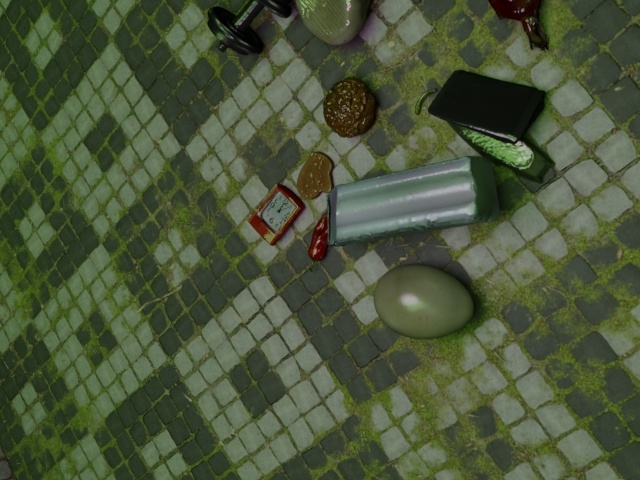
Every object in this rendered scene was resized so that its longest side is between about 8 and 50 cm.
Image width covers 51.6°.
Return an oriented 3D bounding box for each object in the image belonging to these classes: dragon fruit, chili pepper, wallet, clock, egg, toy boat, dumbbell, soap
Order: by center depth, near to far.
[{"bbox_3d":[0.472,-0.555,1.558,0.125,0.125,0.246,-26,96,15],"label":"dragon fruit"},{"bbox_3d":[0.399,-0.326,1.600,0.245,0.052,0.168,26,68,28],"label":"wallet"},{"bbox_3d":[0.429,-0.241,1.621,0.293,0.055,0.093,38,107,22],"label":"toy boat"},{"bbox_3d":[0.204,-0.086,1.639,0.446,0.261,0.156,-11,88,31],"label":"soap"},{"bbox_3d":[0.258,0.154,1.663,0.254,0.188,0.188,6,96,22],"label":"egg"},{"bbox_3d":[0.271,-0.365,1.726,0.030,0.017,0.083,41,114,21],"label":"chili pepper"},{"bbox_3d":[-0.200,-0.651,1.880,0.290,0.192,0.192,-45,72,24],"label":"dumbbell"},{"bbox_3d":[0.000,0.000,1.881,0.059,0.050,0.191,21,95,44],"label":"chili pepper"},{"bbox_3d":[-0.125,-0.078,1.945,0.113,0.061,0.155,46,109,20],"label":"clock"}]

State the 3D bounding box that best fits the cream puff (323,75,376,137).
[{"bbox_3d":[0.074,-0.358,1.782,0.150,0.115,0.165,-9,89,34],"label":"cream puff"}]

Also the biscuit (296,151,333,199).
[{"bbox_3d":[-0.008,-0.176,1.892,0.118,0.023,0.140,43,111,21],"label":"biscuit"}]

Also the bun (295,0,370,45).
[{"bbox_3d":[0.047,-0.642,1.770,0.231,0.133,0.231,24,126,39],"label":"bun"}]
